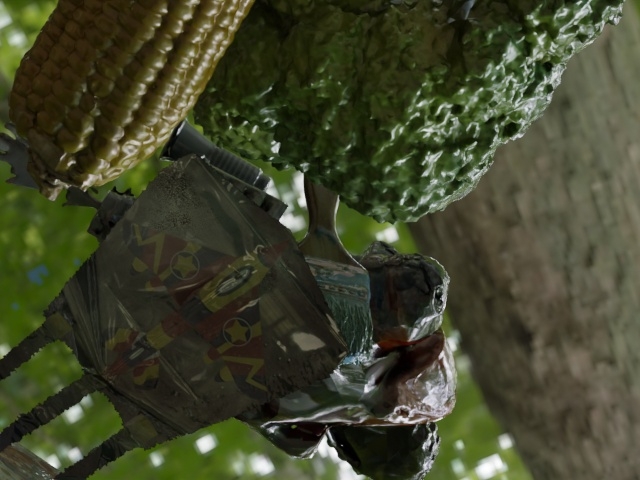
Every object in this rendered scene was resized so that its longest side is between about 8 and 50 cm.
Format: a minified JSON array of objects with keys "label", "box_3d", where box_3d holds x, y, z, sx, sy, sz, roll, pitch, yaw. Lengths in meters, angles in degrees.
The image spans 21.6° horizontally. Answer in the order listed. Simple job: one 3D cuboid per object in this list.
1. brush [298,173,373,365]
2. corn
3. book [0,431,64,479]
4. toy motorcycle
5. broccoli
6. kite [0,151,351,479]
[{"label":"brush","box_3d":[0.000,0.000,1.092,0.070,0.021,0.196,11,-135,-11]},{"label":"corn","box_3d":[-0.086,-0.134,0.898,0.261,0.097,0.097,-57,-153,14]},{"label":"book","box_3d":[-0.215,0.196,1.298,0.026,0.231,0.157,-55,-169,-1]},{"label":"toy motorcycle","box_3d":[-0.053,0.022,1.148,0.207,0.401,0.134,-44,-169,49]},{"label":"broccoli","box_3d":[0.055,-0.161,0.982,0.302,0.186,0.254,-61,-147,3]},{"label":"kite","box_3d":[-0.107,0.066,0.848,0.245,0.141,0.015,-36,171,-21]}]
